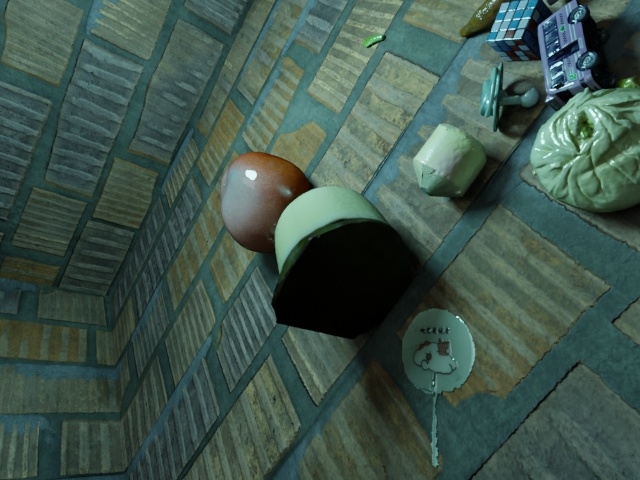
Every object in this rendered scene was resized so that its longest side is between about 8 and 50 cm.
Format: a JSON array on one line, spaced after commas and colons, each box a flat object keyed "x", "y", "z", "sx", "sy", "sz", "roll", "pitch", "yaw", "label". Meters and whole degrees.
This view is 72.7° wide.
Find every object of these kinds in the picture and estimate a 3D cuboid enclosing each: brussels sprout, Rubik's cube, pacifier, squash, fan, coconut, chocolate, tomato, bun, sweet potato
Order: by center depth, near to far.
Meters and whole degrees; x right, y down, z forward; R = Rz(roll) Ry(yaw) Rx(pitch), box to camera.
[{"x": 0.478, "y": -0.163, "z": 0.747, "sx": 0.229, "sy": 0.145, "sz": 0.229, "roll": -25, "pitch": 54, "yaw": 40, "label": "bun"}, {"x": 0.563, "y": -0.274, "z": 0.760, "sx": 0.083, "sy": 0.051, "sz": 0.046, "roll": -19, "pitch": 88, "yaw": 47, "label": "brussels sprout"}, {"x": 0.406, "y": -0.312, "z": 0.935, "sx": 0.117, "sy": 0.127, "sz": 0.150, "roll": 7, "pitch": 73, "yaw": 27, "label": "pacifier"}, {"x": 0.246, "y": 0.309, "z": 0.940, "sx": 0.191, "sy": 0.009, "sz": 0.329, "roll": -12, "pitch": 66, "yaw": 47, "label": "fan"}, {"x": 0.440, "y": -0.458, "z": 0.952, "sx": 0.092, "sy": 0.092, "sz": 0.092, "roll": 30, "pitch": 99, "yaw": 52, "label": "Rubik's cube"}, {"x": 0.284, "y": -0.170, "z": 0.985, "sx": 0.152, "sy": 0.147, "sz": 0.147, "roll": -57, "pitch": 39, "yaw": 7, "label": "coconut"}, {"x": 0.453, "y": -0.583, "z": 1.007, "sx": 0.314, "sy": 0.072, "sz": 0.066, "roll": -34, "pitch": 37, "yaw": 41, "label": "sweet potato"}, {"x": 0.029, "y": 0.033, "z": 1.099, "sx": 0.326, "sy": 0.314, "sz": 0.297, "roll": -63, "pitch": 30, "yaw": 17, "label": "chocolate"}, {"x": 0.173, "y": -0.654, "z": 1.418, "sx": 0.089, "sy": 0.027, "sz": 0.027, "roll": -1, "pitch": 74, "yaw": 49, "label": "squash"}, {"x": -0.204, "y": -0.131, "z": 1.460, "sx": 0.341, "sy": 0.273, "sz": 0.341, "roll": -23, "pitch": 58, "yaw": 43, "label": "tomato"}]

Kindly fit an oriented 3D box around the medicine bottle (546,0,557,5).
[{"x": 0.537, "y": -0.571, "z": 0.857, "sx": 0.212, "sy": 0.122, "sz": 0.122, "roll": -35, "pitch": 51, "yaw": 38, "label": "medicine bottle"}]

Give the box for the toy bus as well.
[{"x": 0.491, "y": -0.354, "z": 0.845, "sx": 0.108, "sy": 0.096, "sz": 0.199, "roll": -22, "pitch": 57, "yaw": 49, "label": "toy bus"}]
